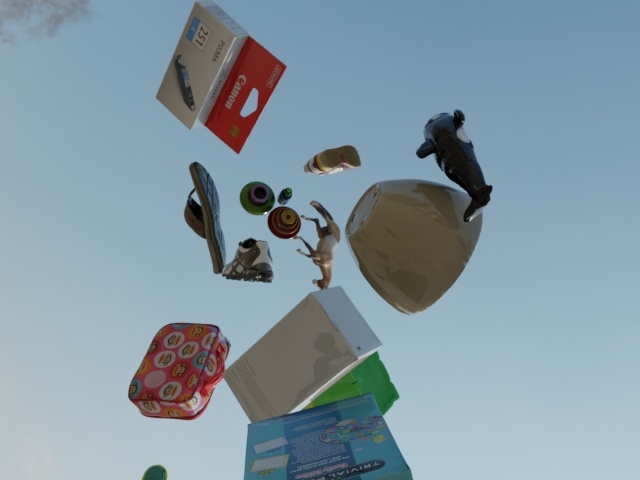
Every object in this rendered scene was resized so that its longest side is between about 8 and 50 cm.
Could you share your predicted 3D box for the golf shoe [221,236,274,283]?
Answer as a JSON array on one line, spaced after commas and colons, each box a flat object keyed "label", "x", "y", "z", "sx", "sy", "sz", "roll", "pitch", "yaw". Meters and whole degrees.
[{"label": "golf shoe", "x": -0.149, "y": 0.042, "z": 1.256, "sx": 0.198, "sy": 0.077, "sz": 0.094, "roll": -5, "pitch": -99, "yaw": 58}]

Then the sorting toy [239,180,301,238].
[{"label": "sorting toy", "x": -0.063, "y": -0.050, "z": 0.831, "sx": 0.102, "sy": 0.061, "sz": 0.042, "roll": 44, "pitch": -23, "yaw": 0}]

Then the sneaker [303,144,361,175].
[{"label": "sneaker", "x": 0.033, "y": -0.212, "z": 1.604, "sx": 0.084, "sy": 0.185, "sz": 0.069, "roll": -18, "pitch": -95, "yaw": 39}]

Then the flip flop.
[{"label": "flip flop", "x": -0.281, "y": -0.048, "z": 1.423, "sx": 0.080, "sy": 0.112, "sz": 0.277, "roll": -7, "pitch": -70, "yaw": 3}]

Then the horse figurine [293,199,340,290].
[{"label": "horse figurine", "x": 0.000, "y": 0.000, "z": 1.728, "sx": 0.066, "sy": 0.263, "sz": 0.174, "roll": -20, "pitch": -47, "yaw": 37}]

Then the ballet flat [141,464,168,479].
[{"label": "ballet flat", "x": -0.410, "y": 0.646, "z": 1.398, "sx": 0.077, "sy": 0.231, "sz": 0.077, "roll": 15, "pitch": -30, "yaw": -4}]

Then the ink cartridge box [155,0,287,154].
[{"label": "ink cartridge box", "x": -0.257, "y": -0.396, "z": 1.498, "sx": 0.261, "sy": 0.066, "sz": 0.296, "roll": 42, "pitch": -54, "yaw": 8}]

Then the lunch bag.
[{"label": "lunch bag", "x": -0.390, "y": 0.373, "z": 1.740, "sx": 0.258, "sy": 0.293, "sz": 0.120, "roll": -3, "pitch": -49, "yaw": 20}]

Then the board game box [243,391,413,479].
[{"label": "board game box", "x": 0.002, "y": 0.378, "z": 1.012, "sx": 0.336, "sy": 0.254, "sz": 0.079, "roll": -133, "pitch": -151, "yaw": -83}]

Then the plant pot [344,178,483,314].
[{"label": "plant pot", "x": 0.163, "y": -0.017, "z": 1.226, "sx": 0.191, "sy": 0.284, "sz": 0.284, "roll": 31, "pitch": -42, "yaw": -14}]

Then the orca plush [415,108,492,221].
[{"label": "orca plush", "x": 0.238, "y": -0.153, "z": 1.172, "sx": 0.151, "sy": 0.102, "sz": 0.287, "roll": 84, "pitch": -3, "yaw": -56}]

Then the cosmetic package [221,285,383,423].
[{"label": "cosmetic package", "x": -0.051, "y": 0.299, "z": 1.493, "sx": 0.365, "sy": 0.155, "sz": 0.197, "roll": -42, "pitch": -107, "yaw": 24}]

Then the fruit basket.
[{"label": "fruit basket", "x": 0.015, "y": 0.468, "z": 1.958, "sx": 0.392, "sy": 0.283, "sz": 0.392, "roll": 14, "pitch": -65, "yaw": 31}]
